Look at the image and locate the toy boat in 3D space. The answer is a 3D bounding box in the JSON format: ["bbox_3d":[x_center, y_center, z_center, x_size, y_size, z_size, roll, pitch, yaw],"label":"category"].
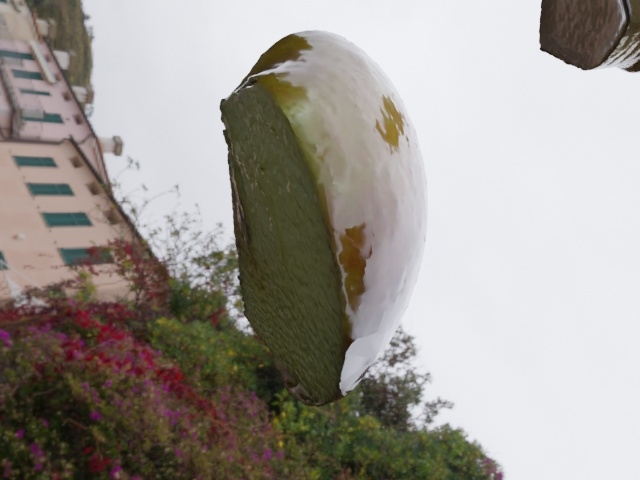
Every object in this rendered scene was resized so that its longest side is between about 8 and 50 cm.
[{"bbox_3d":[0.282,-0.226,0.589,0.188,0.061,0.116,-108,-166,-65],"label":"toy boat"}]

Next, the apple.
[{"bbox_3d":[0.000,0.000,0.525,0.179,0.254,0.346,18,-41,10],"label":"apple"}]
